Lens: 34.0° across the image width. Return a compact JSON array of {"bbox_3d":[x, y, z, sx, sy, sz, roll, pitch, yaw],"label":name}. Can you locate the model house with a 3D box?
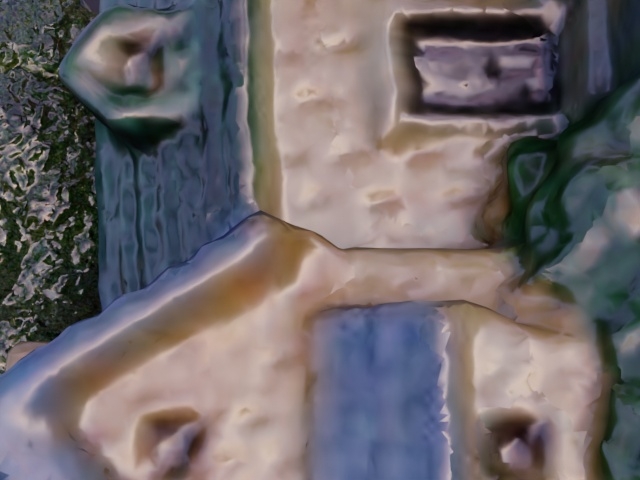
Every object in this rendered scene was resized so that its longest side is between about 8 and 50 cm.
[{"bbox_3d":[0.000,0.000,0.533,0.342,0.382,0.334,3,-8,-3],"label":"model house"}]

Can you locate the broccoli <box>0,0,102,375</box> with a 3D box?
[{"bbox_3d":[-0.217,-0.015,0.777,0.304,0.321,0.283,-21,9,-42],"label":"broccoli"}]
